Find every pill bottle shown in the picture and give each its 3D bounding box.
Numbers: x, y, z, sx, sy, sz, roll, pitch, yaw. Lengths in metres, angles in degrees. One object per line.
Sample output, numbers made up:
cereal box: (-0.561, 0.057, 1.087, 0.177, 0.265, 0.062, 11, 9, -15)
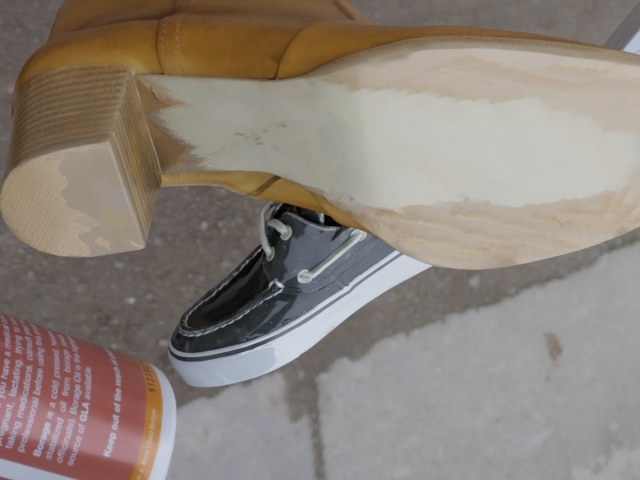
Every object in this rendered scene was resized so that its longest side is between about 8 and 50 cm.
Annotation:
pill bottle: (-0.201, 0.097, 0.750, 0.216, 0.121, 0.121, 24, 77, -31)

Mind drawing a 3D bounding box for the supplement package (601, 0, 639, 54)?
supplement package: (0.292, -0.143, 0.902, 0.134, 0.139, 0.244, 39, 99, -1)

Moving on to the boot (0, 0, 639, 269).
boot: (0.008, -0.081, 0.588, 0.211, 0.295, 0.104, -89, 173, -56)

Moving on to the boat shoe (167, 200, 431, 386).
boat shoe: (0.000, 0.000, 0.727, 0.219, 0.078, 0.070, -32, 121, 7)
